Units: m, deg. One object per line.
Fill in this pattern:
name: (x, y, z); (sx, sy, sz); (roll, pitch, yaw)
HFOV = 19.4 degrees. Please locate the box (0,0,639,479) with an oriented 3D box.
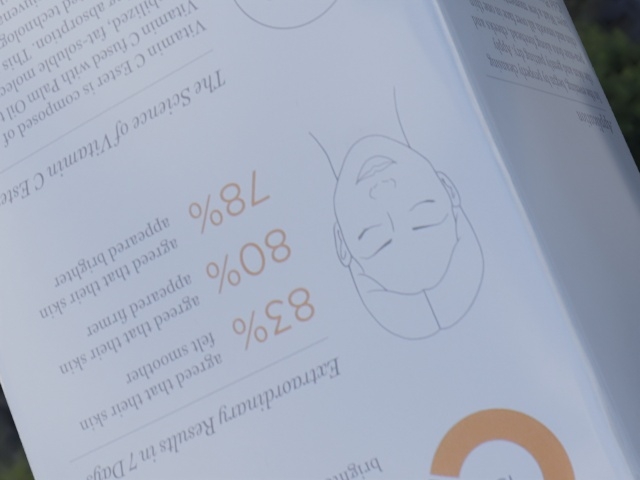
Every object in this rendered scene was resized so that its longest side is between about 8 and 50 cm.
box: (0.000, 0.000, 0.713); (0.215, 0.345, 0.168); (-27, -13, 23)
